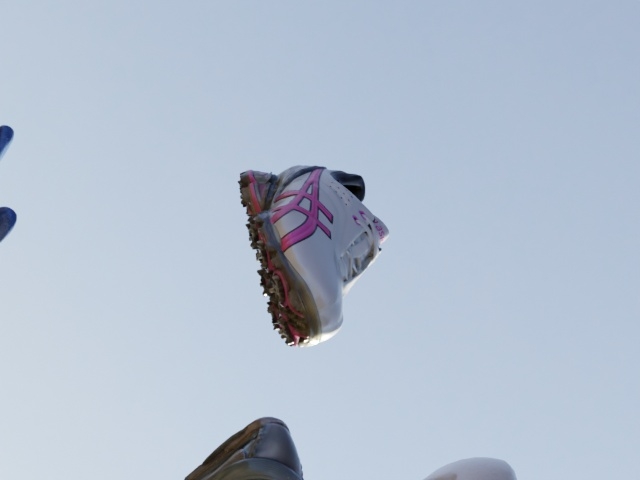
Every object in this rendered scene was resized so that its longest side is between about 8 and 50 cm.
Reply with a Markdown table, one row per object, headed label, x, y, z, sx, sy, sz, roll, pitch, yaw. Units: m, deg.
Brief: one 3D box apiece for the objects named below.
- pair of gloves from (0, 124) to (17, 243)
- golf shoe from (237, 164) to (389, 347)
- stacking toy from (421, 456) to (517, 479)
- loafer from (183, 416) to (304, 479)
| label | x | y | z | sx | sy | sz | roll | pitch | yaw |
| --- | --- | --- | --- | --- | --- | --- | --- | --- | --- |
| pair of gloves | -0.258 | -0.035 | 1.009 | 0.159 | 0.198 | 0.023 | -54 | -164 | 15 |
| golf shoe | 0.000 | 0.000 | 1.162 | 0.186 | 0.086 | 0.067 | -104 | -175 | -62 |
| stacking toy | 0.214 | 0.330 | 0.909 | 0.350 | 0.479 | 0.351 | -162 | -90 | -90 |
| loafer | -0.102 | 0.228 | 1.386 | 0.267 | 0.096 | 0.084 | -43 | -156 | 26 |
